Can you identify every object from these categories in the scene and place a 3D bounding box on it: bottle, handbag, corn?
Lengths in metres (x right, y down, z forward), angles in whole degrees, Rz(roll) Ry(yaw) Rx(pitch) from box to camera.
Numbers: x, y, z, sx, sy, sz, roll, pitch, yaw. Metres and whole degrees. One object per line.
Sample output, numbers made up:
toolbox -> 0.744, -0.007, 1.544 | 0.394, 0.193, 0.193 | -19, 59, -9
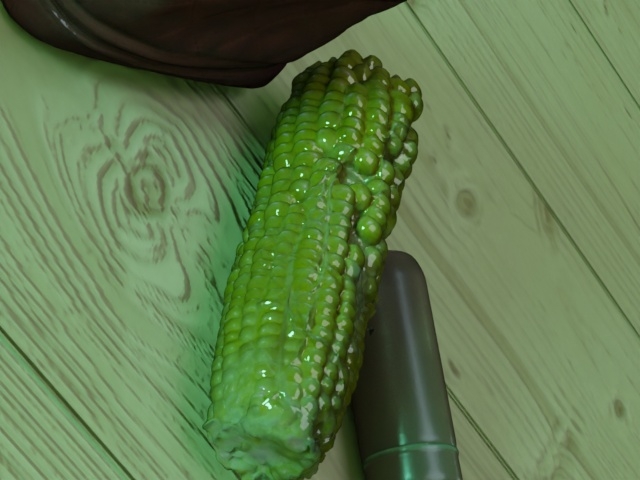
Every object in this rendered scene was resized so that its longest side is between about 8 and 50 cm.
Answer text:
bottle -> 0.042, 0.077, 0.916 | 0.053, 0.053, 0.140 | 21, 52, -49
handbag -> -0.060, -0.165, 0.856 | 0.225, 0.135, 0.146 | 1, 69, -51
corn -> 0.000, 0.000, 0.875 | 0.086, 0.086, 0.288 | 46, 38, -29
